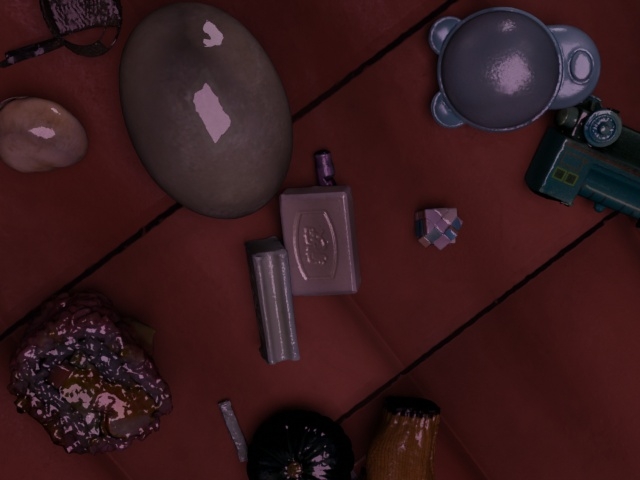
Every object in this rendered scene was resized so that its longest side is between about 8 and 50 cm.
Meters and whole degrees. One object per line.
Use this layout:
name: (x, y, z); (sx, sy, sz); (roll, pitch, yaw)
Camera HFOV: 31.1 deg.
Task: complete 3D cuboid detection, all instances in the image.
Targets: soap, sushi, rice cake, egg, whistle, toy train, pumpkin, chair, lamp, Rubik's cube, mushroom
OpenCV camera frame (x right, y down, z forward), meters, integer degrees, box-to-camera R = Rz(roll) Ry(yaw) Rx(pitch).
soap: (-0.083, 0.102, 1.966); (0.063, 0.114, 0.198); (-9, 103, -9)
sushi: (-0.373, 0.215, 1.907); (0.236, 0.171, 0.270); (-42, 109, 0)
rice cake: (-0.154, 0.340, 2.054); (0.022, 0.021, 0.121); (-23, 106, -16)
egg: (-0.178, -0.201, 1.805); (0.258, 0.258, 0.352); (-25, 101, -5)
whistle: (0.017, -0.070, 1.989); (0.033, 0.033, 0.176); (-13, 105, -8)
toy train: (0.525, -0.129, 2.040); (0.298, 0.120, 0.194); (21, 105, -15)
soap: (0.000, 0.000, 1.964); (0.121, 0.064, 0.183); (-3, 107, 14)
pumpkin: (-0.037, 0.390, 2.021); (0.194, 0.150, 0.194); (-2, 105, -7)
chair: (-0.412, -0.359, 1.785); (0.213, 0.149, 0.174); (-18, 104, -11)
lamp: (0.329, -0.289, 1.943); (0.284, 0.147, 0.209); (-4, 101, -11)
Rubik's cube: (0.209, -0.018, 2.015); (0.084, 0.075, 0.073); (-1, 84, 3)
mushroom: (-0.445, -0.172, 1.830); (0.154, 0.122, 0.154); (5, 144, 4)

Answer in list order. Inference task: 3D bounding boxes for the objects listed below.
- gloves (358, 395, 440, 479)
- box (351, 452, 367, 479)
gloves: (0.124, 0.448, 2.029); (0.155, 0.203, 0.356); (24, 90, -6)
box: (0.084, 0.422, 2.125); (0.083, 0.012, 0.046); (-36, 108, -3)
